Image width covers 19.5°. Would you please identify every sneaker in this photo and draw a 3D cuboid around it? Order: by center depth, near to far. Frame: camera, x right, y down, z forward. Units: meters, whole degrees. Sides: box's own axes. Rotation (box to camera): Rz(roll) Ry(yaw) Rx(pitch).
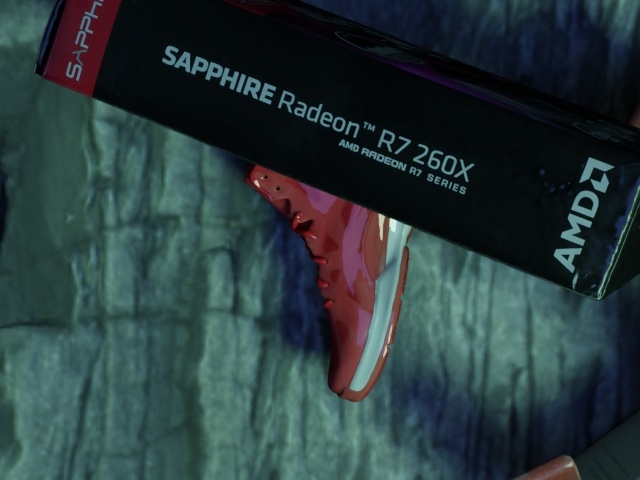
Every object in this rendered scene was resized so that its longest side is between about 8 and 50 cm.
[{"bbox_3d":[0.000,0.000,1.349,0.128,0.087,0.221,11,92,-4],"label":"sneaker"}]

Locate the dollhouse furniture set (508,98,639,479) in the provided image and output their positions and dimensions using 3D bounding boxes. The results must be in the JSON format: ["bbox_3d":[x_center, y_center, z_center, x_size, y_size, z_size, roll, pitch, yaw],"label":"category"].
[{"bbox_3d":[0.245,0.092,1.282,0.201,0.152,0.374,26,82,21],"label":"dollhouse furniture set"}]

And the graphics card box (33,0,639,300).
[{"bbox_3d":[0.038,-0.078,1.169,0.371,0.233,0.094,23,100,15],"label":"graphics card box"}]

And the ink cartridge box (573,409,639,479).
[{"bbox_3d":[0.345,0.207,1.422,0.307,0.129,0.223,-37,100,2],"label":"ink cartridge box"}]
